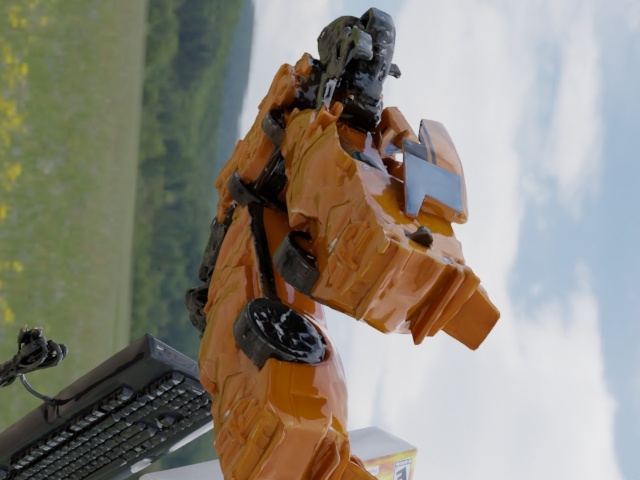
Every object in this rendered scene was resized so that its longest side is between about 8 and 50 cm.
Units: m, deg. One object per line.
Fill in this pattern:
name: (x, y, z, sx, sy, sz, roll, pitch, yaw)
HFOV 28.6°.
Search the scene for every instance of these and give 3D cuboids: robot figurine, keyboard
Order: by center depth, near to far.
robot figurine: (0.000, 0.000, 0.651, 0.211, 0.085, 0.291, -57, -162, 21)
keyboard: (-0.234, 0.166, 1.166, 0.317, 0.201, 0.033, -35, -147, 38)

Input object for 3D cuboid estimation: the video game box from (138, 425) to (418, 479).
video game box: (-0.034, 0.223, 0.787, 0.048, 0.205, 0.187, 24, -71, 42)
